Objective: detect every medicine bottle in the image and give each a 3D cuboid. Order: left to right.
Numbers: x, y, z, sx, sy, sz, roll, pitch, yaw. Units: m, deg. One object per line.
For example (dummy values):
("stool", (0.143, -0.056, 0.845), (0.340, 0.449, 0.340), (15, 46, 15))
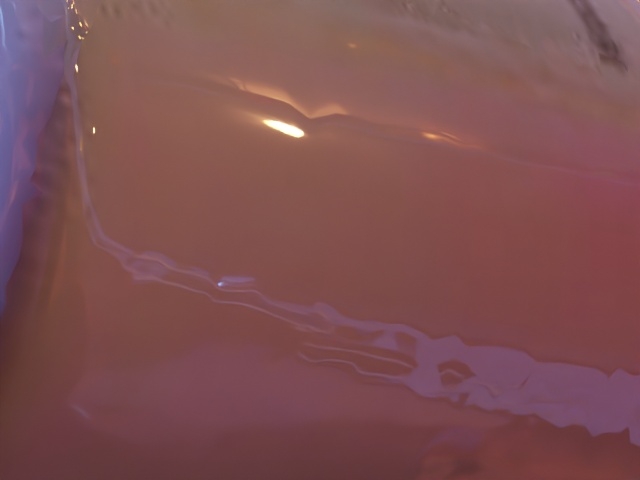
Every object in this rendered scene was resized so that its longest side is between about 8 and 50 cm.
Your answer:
("medicine bottle", (0.000, 0.000, 0.521), (0.219, 0.388, 0.219), (-7, -100, 43))
